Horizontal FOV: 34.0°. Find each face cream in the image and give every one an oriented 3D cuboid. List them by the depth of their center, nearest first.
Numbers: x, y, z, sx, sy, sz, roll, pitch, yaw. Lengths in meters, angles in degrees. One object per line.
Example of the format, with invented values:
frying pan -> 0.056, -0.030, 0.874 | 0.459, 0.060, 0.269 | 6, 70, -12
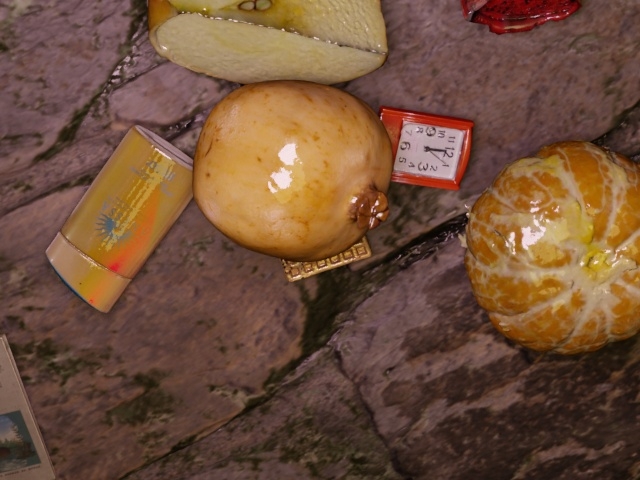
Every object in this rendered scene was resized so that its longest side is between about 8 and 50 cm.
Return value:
face cream -> -0.312, -0.030, 1.634 | 0.139, 0.067, 0.285 | 35, 103, -10

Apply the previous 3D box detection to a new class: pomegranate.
pomegranate -> -0.044, -0.101, 1.517 | 0.308, 0.307, 0.307 | -1, 108, -3

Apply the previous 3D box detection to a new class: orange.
orange -> 0.378, 0.011, 1.589 | 0.330, 0.249, 0.329 | -4, 111, -10

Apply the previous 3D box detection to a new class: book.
book -> -0.583, 0.305, 1.753 | 0.215, 0.025, 0.282 | -15, 110, 3

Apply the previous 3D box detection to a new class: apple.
apple -> -0.075, -0.332, 1.492 | 0.346, 0.179, 0.254 | 9, 120, -7

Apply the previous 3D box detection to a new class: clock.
clock -> 0.155, -0.145, 1.626 | 0.155, 0.061, 0.113 | 9, 107, -9

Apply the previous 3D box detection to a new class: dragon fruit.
dragon fruit -> 0.294, -0.385, 1.551 | 0.161, 0.121, 0.127 | 14, 65, -32

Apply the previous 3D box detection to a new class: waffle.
waffle -> 0.000, 0.001, 1.673 | 0.148, 0.042, 0.102 | -17, 108, 3
